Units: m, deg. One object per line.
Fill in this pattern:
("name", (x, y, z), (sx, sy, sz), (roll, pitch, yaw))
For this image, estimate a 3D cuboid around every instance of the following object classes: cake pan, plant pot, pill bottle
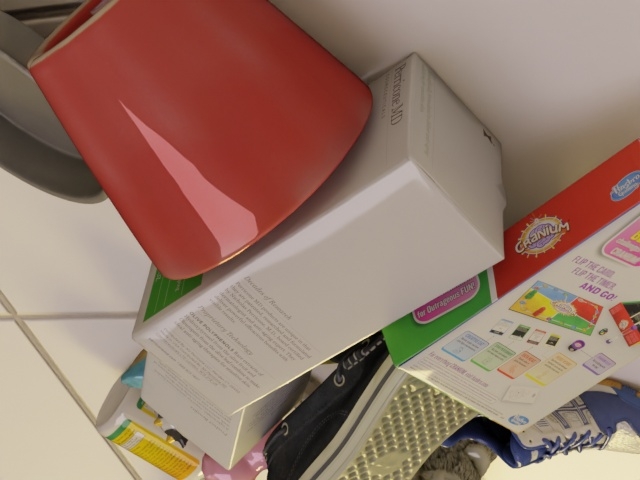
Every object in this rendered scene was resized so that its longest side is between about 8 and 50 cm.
("cake pan", (-0.331, -0.153, 1.423), (0.293, 0.054, 0.293), (28, 157, 13))
("plant pot", (-0.127, -0.142, 1.271), (0.275, 0.275, 0.243), (-25, 114, 41))
("pill bottle", (-0.203, 0.271, 1.884), (0.208, 0.118, 0.117), (33, 139, -17))

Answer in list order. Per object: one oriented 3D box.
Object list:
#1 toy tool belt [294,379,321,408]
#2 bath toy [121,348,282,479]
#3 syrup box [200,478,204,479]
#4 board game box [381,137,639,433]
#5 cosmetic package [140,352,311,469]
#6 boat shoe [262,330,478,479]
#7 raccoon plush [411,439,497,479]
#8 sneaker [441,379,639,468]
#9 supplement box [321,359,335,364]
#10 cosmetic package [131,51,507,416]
("toy tool belt", (-0.037, 0.205, 1.790), (0.083, 0.052, 0.051), (38, 130, -20))
("bath toy", (-0.116, 0.277, 1.780), (0.151, 0.129, 0.348), (-26, 107, 40))
("syrup box", (-0.161, 0.456, 2.103), (0.096, 0.093, 0.237), (14, 141, 6))
("board game box", (0.254, 0.059, 1.337), (0.316, 0.064, 0.242), (-36, 138, 20))
("cosmetic package", (-0.106, 0.143, 1.592), (0.151, 0.151, 0.184), (38, 143, 16))
("boat shoe", (0.091, 0.160, 1.542), (0.186, 0.156, 0.500), (16, 123, -39))
("raccoon plush", (0.114, 0.400, 1.915), (0.216, 0.299, 0.446), (10, 176, -12))
("sneaker", (0.278, 0.234, 1.629), (0.296, 0.131, 0.112), (11, 139, 9))
("supplement box", (0.015, 0.106, 1.646), (0.083, 0.056, 0.083), (-8, 134, 30))
("cosmetic package", (0.000, 0.000, 1.352), (0.365, 0.197, 0.155), (-34, 118, 26))
